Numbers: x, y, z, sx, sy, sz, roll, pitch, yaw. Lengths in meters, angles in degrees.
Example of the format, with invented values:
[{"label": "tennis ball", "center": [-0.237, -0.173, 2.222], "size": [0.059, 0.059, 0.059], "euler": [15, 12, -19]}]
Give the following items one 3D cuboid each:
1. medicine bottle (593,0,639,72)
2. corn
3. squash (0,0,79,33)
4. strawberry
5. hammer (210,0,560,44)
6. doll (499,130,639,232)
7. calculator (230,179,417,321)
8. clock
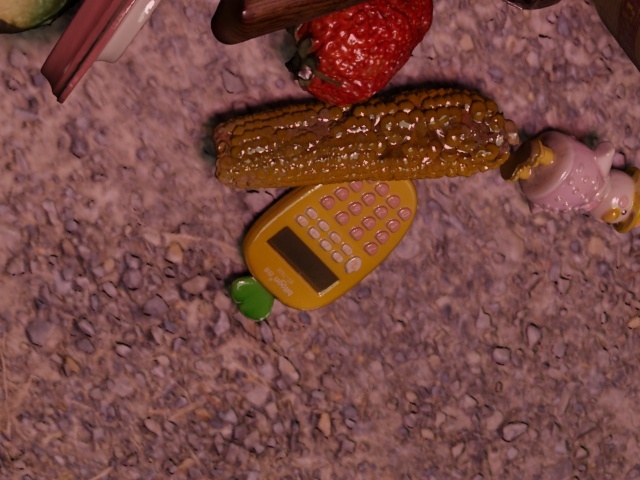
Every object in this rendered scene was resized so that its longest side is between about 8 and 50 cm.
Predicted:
[{"label": "medicine bottle", "center": [0.377, -0.198, 1.918], "size": [0.151, 0.322, 0.151], "euler": [-9, 127, -12]}, {"label": "corn", "center": [0.046, -0.102, 2.030], "size": [0.319, 0.097, 0.097], "euler": [-6, 127, -12]}, {"label": "squash", "center": [-0.289, -0.302, 1.779], "size": [0.220, 0.133, 0.220], "euler": [-1, 116, -2]}, {"label": "strawberry", "center": [0.039, -0.195, 1.939], "size": [0.148, 0.131, 0.131], "euler": [0, 126, -9]}, {"label": "hammer", "center": [0.093, -0.261, 1.819], "size": [0.408, 0.095, 0.242], "euler": [-16, 170, -18]}, {"label": "doll", "center": [0.284, -0.061, 2.148], "size": [0.207, 0.081, 0.129], "euler": [21, 136, -32]}, {"label": "calculator", "center": [0.000, 0.000, 2.128], "size": [0.235, 0.032, 0.146], "euler": [-37, 128, 9]}, {"label": "clock", "center": [-0.168, -0.226, 1.780], "size": [0.056, 0.244, 0.244], "euler": [34, 112, -7]}]
